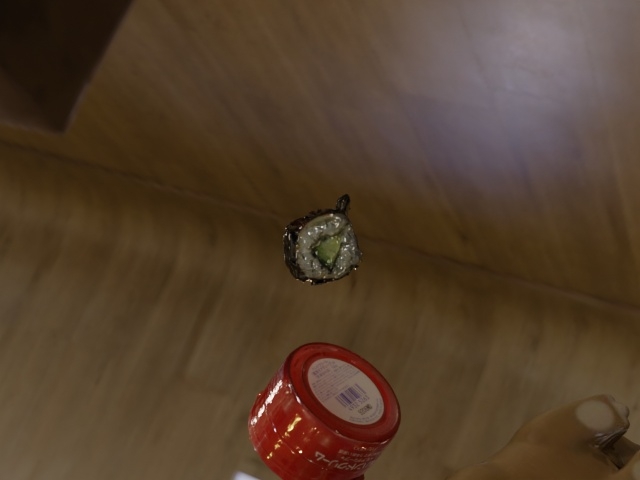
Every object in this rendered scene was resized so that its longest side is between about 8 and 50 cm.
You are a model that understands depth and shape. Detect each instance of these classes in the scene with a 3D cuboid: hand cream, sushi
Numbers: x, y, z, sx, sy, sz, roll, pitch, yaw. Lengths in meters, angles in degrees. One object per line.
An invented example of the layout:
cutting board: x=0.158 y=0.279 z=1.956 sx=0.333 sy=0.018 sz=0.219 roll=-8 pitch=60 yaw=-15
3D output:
hand cream: x=0.007 y=0.247 z=1.628 sx=0.193 sy=0.193 sz=0.125 roll=26 pitch=122 yaw=-9
sushi: x=0.000 y=0.002 z=1.383 sx=0.094 sy=0.098 sz=0.084 roll=-11 pitch=180 yaw=-5

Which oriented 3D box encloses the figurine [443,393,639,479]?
figurine: x=0.192 y=0.248 z=0.954 sx=0.177 sy=0.247 sz=0.173 roll=29 pitch=136 yaw=29
